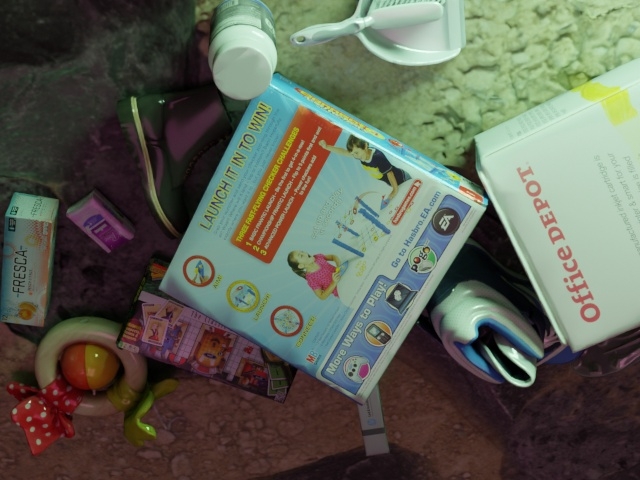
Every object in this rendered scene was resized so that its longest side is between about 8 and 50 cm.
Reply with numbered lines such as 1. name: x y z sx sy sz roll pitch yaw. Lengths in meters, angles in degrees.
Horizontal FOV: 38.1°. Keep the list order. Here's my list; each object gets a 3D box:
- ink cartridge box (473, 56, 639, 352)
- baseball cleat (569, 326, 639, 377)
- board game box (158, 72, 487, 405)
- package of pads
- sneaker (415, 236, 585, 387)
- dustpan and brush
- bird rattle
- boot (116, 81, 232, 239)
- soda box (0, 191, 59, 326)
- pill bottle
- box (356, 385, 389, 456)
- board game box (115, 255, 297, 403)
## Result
1. ink cartridge box: 0.415 -0.077 1.134 0.385 0.160 0.279 -25 103 13
2. baseball cleat: 0.483 0.158 1.405 0.206 0.072 0.109 -30 152 36
3. board game box: 0.000 0.000 1.155 0.302 0.086 0.308 30 110 1
4. package of pads: -0.292 -0.025 1.238 0.050 0.032 0.083 -30 122 19
5. sneaker: 0.272 0.144 1.276 0.323 0.236 0.130 34 116 -25
6. dustpan and brush: 0.068 -0.260 1.082 0.211 0.060 0.147 -9 125 2
7. bird rattle: -0.341 0.202 1.370 0.254 0.143 0.206 3 114 9
8. boot: -0.161 -0.100 1.174 0.137 0.077 0.197 -15 126 0
9. soda box: -0.393 0.028 1.252 0.063 0.058 0.183 9 123 -11
10. pill bottle: -0.088 -0.218 1.053 0.078 0.137 0.078 -2 126 -3
11. box: 0.064 0.198 1.355 0.038 0.145 0.186 -9 126 1
12. board game box: -0.144 0.130 1.326 0.260 0.030 0.136 22 89 -19
